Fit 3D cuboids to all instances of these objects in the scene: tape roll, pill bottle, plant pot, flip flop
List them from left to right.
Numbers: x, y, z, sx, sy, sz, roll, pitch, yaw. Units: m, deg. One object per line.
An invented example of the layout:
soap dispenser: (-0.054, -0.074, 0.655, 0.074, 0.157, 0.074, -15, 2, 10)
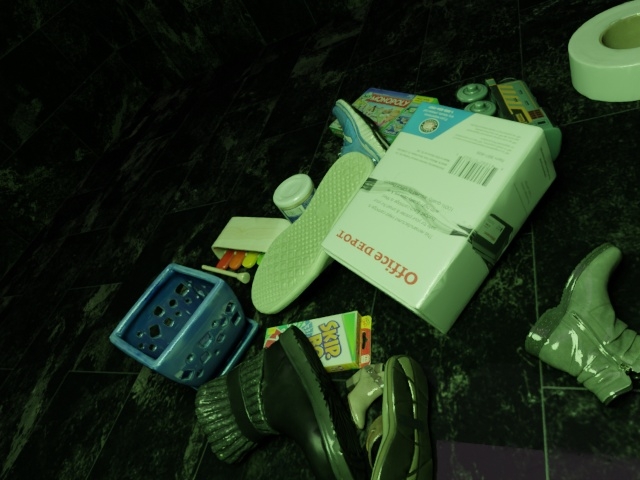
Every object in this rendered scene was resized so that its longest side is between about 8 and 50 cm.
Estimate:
plant pot: (-0.305, 0.219, 1.073, 0.235, 0.212, 0.236, 11, 59, 42)
pill bottle: (-0.031, -0.071, 1.183, 0.111, 0.187, 0.112, -21, 40, 19)
flip flop: (0.121, 0.327, 0.753, 0.080, 0.112, 0.277, -36, 33, 43)
tape roll: (0.755, -0.460, 1.075, 0.286, 0.100, 0.286, -20, 41, 19)

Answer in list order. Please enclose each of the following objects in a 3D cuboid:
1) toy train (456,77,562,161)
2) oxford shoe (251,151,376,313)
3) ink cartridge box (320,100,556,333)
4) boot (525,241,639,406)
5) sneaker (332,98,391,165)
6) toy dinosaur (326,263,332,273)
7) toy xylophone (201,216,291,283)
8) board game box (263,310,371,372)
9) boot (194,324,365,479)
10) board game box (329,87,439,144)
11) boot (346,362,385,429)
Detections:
toy train: (0.452, -0.292, 1.110, 0.190, 0.142, 0.334, -9, 43, 12)
oxford shoe: (0.000, 0.000, 1.075, 0.449, 0.130, 0.169, -53, 50, 6)
ink cartridge box: (0.231, -0.058, 0.925, 0.285, 0.166, 0.395, 33, 86, 44)
boot: (0.465, 0.132, 0.723, 0.246, 0.083, 0.161, -50, 48, -8)
sneaker: (0.098, -0.291, 1.327, 0.147, 0.129, 0.330, -45, 47, 24)
toy dinosaur: (0.021, 0.035, 1.136, 0.082, 0.090, 0.047, -4, 27, -20)
toy xylophone: (-0.206, 0.024, 1.299, 0.322, 0.081, 0.236, 13, 59, 43)
board game box: (-0.013, 0.233, 0.991, 0.259, 0.039, 0.124, -14, 45, 21)
boot: (-0.086, 0.353, 0.843, 0.260, 0.131, 0.348, -36, 40, 2)
board game box: (0.198, -0.395, 1.458, 0.213, 0.046, 0.317, -46, 40, -11)
boot: (0.096, 0.286, 0.850, 0.086, 0.042, 0.119, -25, 40, 9)
